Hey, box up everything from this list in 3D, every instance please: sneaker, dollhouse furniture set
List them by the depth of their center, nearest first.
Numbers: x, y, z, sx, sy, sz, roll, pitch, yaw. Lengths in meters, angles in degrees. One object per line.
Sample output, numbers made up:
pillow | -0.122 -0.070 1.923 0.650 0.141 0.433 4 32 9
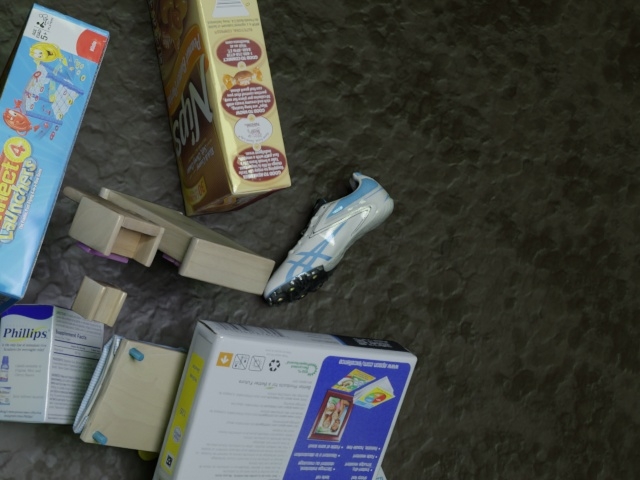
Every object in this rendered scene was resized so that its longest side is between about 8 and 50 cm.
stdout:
dollhouse furniture set | -0.249 0.108 1.378 0.286 0.198 0.303 19 95 -49
sneaker | 0.000 0.000 1.584 0.086 0.085 0.237 41 69 14

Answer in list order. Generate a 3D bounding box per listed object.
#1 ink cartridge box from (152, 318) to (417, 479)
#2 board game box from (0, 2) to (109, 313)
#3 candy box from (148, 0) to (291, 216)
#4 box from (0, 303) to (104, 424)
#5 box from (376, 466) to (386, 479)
ink cartridge box | -0.053 0.261 1.421 0.303 0.072 0.307 10 105 -37
board game box | -0.353 -0.071 1.294 0.086 0.308 0.302 20 74 -19
candy box | -0.136 -0.202 1.484 0.087 0.183 0.317 -8 86 -25
box | -0.323 0.151 1.369 0.072 0.126 0.137 0 79 17
box | 0.017 0.333 1.556 0.145 0.038 0.186 -24 94 -27
